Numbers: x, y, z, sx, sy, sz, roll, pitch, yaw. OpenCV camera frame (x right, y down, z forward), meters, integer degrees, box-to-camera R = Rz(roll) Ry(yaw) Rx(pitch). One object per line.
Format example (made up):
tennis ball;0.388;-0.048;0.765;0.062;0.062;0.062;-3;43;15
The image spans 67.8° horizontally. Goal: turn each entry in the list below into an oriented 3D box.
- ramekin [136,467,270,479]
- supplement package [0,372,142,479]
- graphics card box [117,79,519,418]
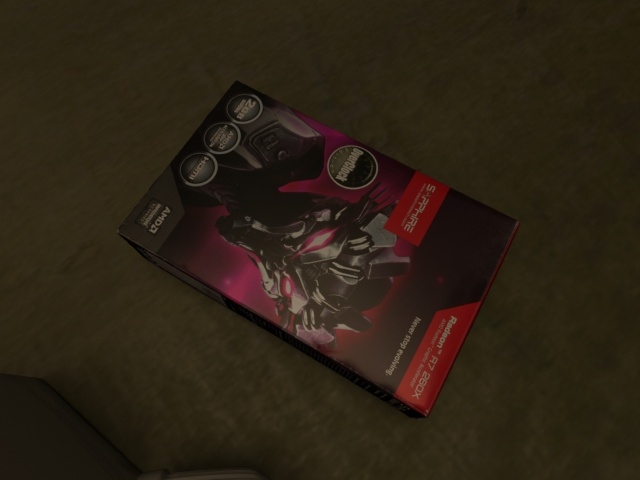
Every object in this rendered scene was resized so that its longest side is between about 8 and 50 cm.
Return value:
ramekin;-0.083;0.287;0.377;0.109;0.207;0.207;-5;70;-12
supplement package;-0.295;0.211;0.351;0.175;0.293;0.177;36;73;12
graphics card box;0.000;0.000;0.536;0.371;0.094;0.232;29;73;11
